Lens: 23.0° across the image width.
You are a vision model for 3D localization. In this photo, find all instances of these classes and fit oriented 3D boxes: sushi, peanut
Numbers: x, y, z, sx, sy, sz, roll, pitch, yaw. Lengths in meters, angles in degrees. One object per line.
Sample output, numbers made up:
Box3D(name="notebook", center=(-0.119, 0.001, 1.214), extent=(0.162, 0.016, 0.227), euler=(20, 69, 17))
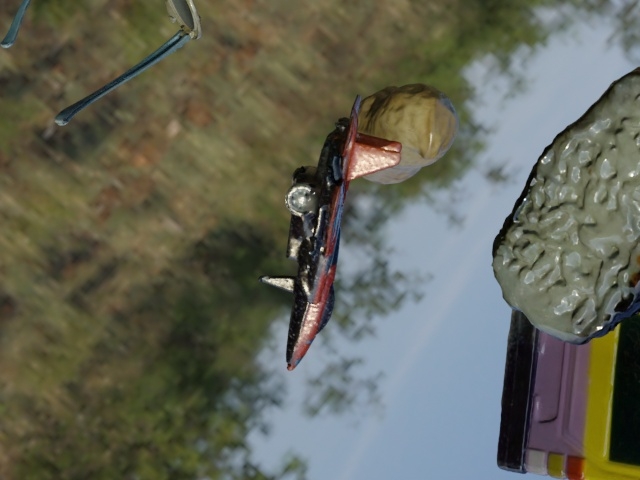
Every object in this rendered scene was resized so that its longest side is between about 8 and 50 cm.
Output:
Box3D(name="sushi", center=(0.225, -0.031, 1.140), extent=(0.127, 0.124, 0.225), euler=(-23, 150, -53))
Box3D(name="peanut", center=(0.079, -0.108, 1.603), extent=(0.099, 0.099, 0.214), euler=(-49, -171, -8))

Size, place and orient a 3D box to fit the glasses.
Box3D(name="glasses", center=(-0.220, -0.232, 1.678), extent=(0.221, 0.088, 0.190), euler=(-55, 141, -26))

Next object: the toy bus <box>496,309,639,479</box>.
Box3D(name="toy bus", center=(0.402, 0.153, 1.664), extent=(0.249, 0.440, 0.209), euler=(4, -93, 41))

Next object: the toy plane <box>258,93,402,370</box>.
Box3D(name="toy plane", center=(-0.003, -0.001, 1.052), extent=(0.130, 0.061, 0.189), euler=(-80, -167, -74))
